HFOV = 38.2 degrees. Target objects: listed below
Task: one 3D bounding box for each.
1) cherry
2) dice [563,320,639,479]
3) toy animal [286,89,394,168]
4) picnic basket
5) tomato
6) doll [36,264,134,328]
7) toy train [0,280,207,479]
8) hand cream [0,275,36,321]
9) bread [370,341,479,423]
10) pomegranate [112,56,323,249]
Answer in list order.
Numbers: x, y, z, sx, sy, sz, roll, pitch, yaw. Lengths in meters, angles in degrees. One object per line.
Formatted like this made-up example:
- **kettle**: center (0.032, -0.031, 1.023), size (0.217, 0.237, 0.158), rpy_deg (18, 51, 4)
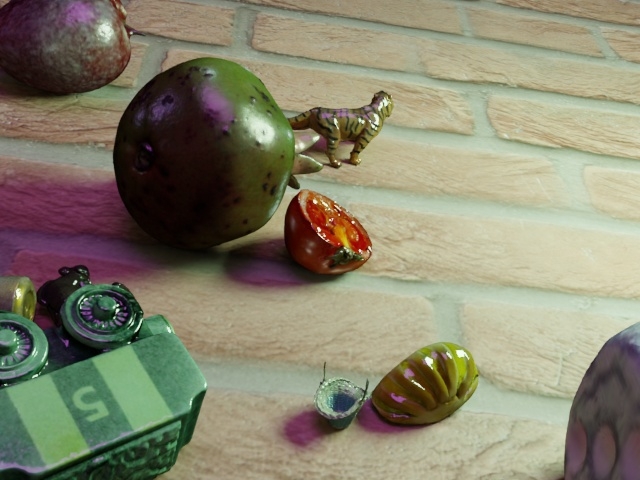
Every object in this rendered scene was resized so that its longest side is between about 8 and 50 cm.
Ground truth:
- **cherry**: center (-0.477, -0.378, 1.712), size (0.301, 0.203, 0.230), rpy_deg (-8, 47, -12)
- **dice**: center (0.448, 0.260, 1.046), size (0.270, 0.271, 0.270), rpy_deg (8, 36, -5)
- **toy animal**: center (0.009, -0.211, 1.691), size (0.255, 0.116, 0.114), rpy_deg (0, 36, -14)
- **picnic basket**: center (0.027, 0.197, 1.178), size (0.065, 0.083, 0.083), rpy_deg (26, 36, 28)
- **tomato**: center (0.000, 0.000, 1.432), size (0.159, 0.091, 0.139), rpy_deg (16, 36, -43)
- **doll**: center (-0.317, 0.084, 1.262), size (0.139, 0.057, 0.165), rpy_deg (-2, 33, -13)
- **toy train**: center (-0.285, 0.185, 1.058), size (0.299, 0.166, 0.238), rpy_deg (-18, 55, -32)
- **hand cream**: center (-0.480, 0.084, 1.209), size (0.203, 0.083, 0.084), rpy_deg (3, 36, 2)
- **bread**: center (0.151, 0.181, 1.229), size (0.157, 0.094, 0.083), rpy_deg (-7, 35, -36)
- **pomegranate**: center (-0.154, -0.145, 1.405), size (0.291, 0.290, 0.323), rpy_deg (29, 43, 22)
